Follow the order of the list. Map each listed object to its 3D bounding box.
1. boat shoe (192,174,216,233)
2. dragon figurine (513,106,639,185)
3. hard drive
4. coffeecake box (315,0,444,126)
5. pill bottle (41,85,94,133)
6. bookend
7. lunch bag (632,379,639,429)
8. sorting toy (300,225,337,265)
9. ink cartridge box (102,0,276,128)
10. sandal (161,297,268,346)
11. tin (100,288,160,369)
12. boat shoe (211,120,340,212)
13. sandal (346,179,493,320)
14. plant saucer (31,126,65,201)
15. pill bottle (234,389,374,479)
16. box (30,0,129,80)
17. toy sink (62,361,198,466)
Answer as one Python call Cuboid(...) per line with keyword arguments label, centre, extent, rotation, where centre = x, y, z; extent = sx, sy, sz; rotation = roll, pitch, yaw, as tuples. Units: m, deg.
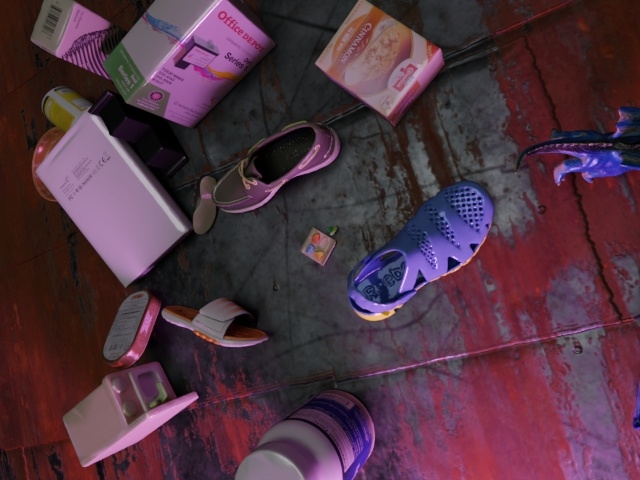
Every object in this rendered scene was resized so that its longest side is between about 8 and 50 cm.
Cuboid(label="boat shoe", centre=(-0.260, -0.080, 0.978), extent=(0.042, 0.049, 0.133), rotation=(30, 112, 55))
Cuboid(label="dragon figurine", centre=(0.403, -0.128, 0.599), extent=(0.144, 0.289, 0.085), rotation=(-8, 81, 62))
Cuboid(label="hard drive", centre=(-0.482, -0.095, 1.023), extent=(0.233, 0.047, 0.353), rotation=(-38, 89, 18))
Cuboid(label="coffeecake box", centre=(0.107, -0.325, 0.807), extent=(0.185, 0.068, 0.142), rotation=(43, 104, 18))
Cuboid(label="pill bottle", centre=(-0.593, -0.298, 1.093), extent=(0.184, 0.103, 0.103), rotation=(37, 103, 16))
Cuboid(label="bookend", centre=(-0.402, -0.233, 0.981), extent=(0.072, 0.156, 0.157), rotation=(-38, 75, 18))
Cuboid(label="lunch bag", centre=(0.570, 0.139, 0.574), extent=(0.221, 0.138, 0.293), rotation=(8, 79, 25))
Cuboid(label="sorting toy", centre=(0.000, 0.000, 0.874), extent=(0.062, 0.012, 0.083), rotation=(33, 102, 22))
Cuboid(label="ink cartridge box", centre=(-0.259, -0.384, 0.897), extent=(0.278, 0.201, 0.117), rotation=(-38, 75, 18))
Cuboid(label="sandal", centre=(-0.230, 0.155, 0.923), extent=(0.265, 0.102, 0.076), rotation=(12, 96, 26))
Cuboid(label="tin", centre=(-0.427, 0.195, 0.991), extent=(0.106, 0.040, 0.189), rotation=(-10, 49, 20))
Cuboid(label="boat shoe", centre=(-0.110, -0.148, 0.884), extent=(0.305, 0.091, 0.109), rotation=(-25, 79, 21))
Cuboid(label="sandal", centre=(0.158, 0.026, 0.738), extent=(0.317, 0.138, 0.126), rotation=(-47, 70, 14))
Cuboid(label="plant saucer", centre=(-0.691, -0.202, 1.173), extent=(0.200, 0.037, 0.200), rotation=(-1, 87, 23))
Cuboid(label="pill bottle", centre=(-0.017, 0.360, 0.733), extent=(0.153, 0.265, 0.153), rotation=(-1, 88, 24))
Cuboid(label="box", centre=(-0.447, -0.404, 0.940), extent=(0.094, 0.275, 0.113), rotation=(32, 102, 21))
Cuboid(label="toy sink", centre=(-0.420, 0.364, 0.974), extent=(0.234, 0.153, 0.131), rotation=(-39, 74, 19))
